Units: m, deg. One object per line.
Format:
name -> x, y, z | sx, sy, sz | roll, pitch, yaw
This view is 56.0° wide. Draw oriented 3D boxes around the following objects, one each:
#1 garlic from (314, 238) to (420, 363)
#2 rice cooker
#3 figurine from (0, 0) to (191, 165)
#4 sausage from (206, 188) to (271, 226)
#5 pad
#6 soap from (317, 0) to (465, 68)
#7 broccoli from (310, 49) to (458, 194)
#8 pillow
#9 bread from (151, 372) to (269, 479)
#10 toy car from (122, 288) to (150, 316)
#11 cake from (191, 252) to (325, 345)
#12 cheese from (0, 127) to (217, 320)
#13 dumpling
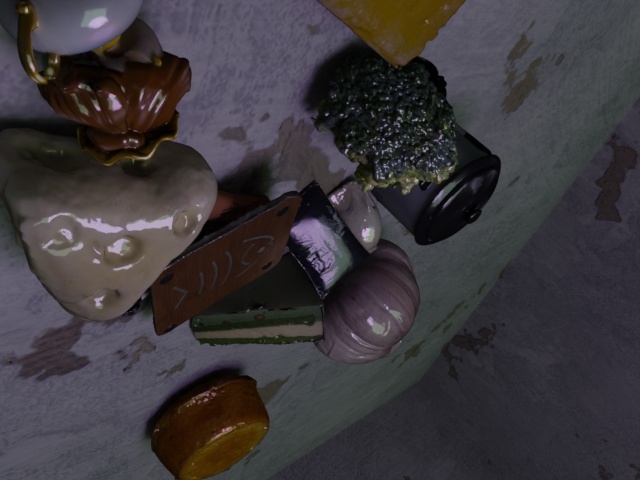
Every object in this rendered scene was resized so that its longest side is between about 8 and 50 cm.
garlic -> 0.113, 0.161, 1.472 | 0.317, 0.259, 0.317 | -39, -168, 10
rice cooker -> 0.247, -0.121, 1.271 | 0.241, 0.227, 0.280 | -47, 154, 9
figurine -> -0.217, -0.190, 0.592 | 0.263, 0.142, 0.190 | 78, 28, -58
sausage -> -0.162, -0.058, 0.963 | 0.078, 0.078, 0.304 | -49, 154, 14
pad -> -0.163, 0.044, 1.035 | 0.284, 0.018, 0.286 | -32, 164, -26
soap -> 0.085, -0.398, 0.701 | 0.293, 0.156, 0.335 | -46, 154, 17
broccoli -> 0.110, -0.199, 1.027 | 0.263, 0.247, 0.243 | 14, 167, -16
pillow -> 0.000, 0.000, 1.201 | 0.141, 0.055, 0.208 | -41, 115, -11
bread -> -0.268, 0.469, 1.519 | 0.312, 0.172, 0.312 | -31, 152, -18
toy car -> -0.286, 0.055, 0.963 | 0.170, 0.070, 0.080 | -32, 153, -26
cake -> -0.137, 0.129, 1.321 | 0.283, 0.172, 0.158 | -5, 140, -2
cheese -> -0.261, -0.014, 0.753 | 0.251, 0.174, 0.248 | -15, 145, -34
dumpling -> 0.053, -0.033, 1.290 | 0.155, 0.181, 0.111 | -17, -169, 2
